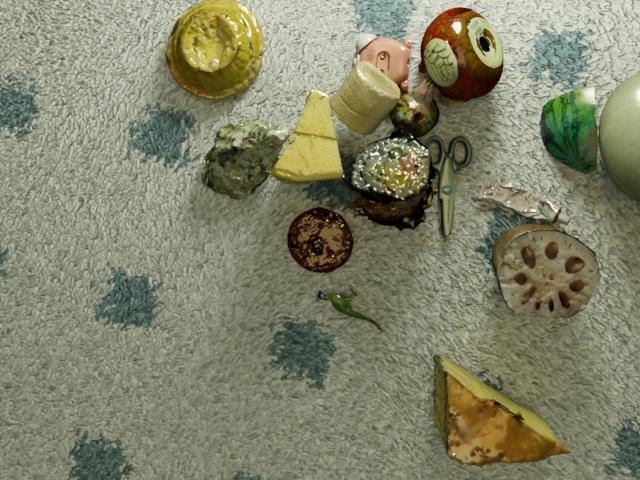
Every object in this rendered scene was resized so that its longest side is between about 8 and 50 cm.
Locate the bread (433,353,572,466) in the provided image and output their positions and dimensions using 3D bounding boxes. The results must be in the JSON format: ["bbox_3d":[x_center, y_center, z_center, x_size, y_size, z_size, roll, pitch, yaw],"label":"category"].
[{"bbox_3d":[0.462,0.434,1.705,0.316,0.248,0.278,-11,94,1],"label":"bread"}]

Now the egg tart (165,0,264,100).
[{"bbox_3d":[-0.300,-0.538,1.766,0.291,0.115,0.290,0,92,5],"label":"egg tart"}]

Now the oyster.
[{"bbox_3d":[-0.215,-0.237,1.763,0.199,0.112,0.267,32,111,2],"label":"oyster"}]

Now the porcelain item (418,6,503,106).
[{"bbox_3d":[0.356,-0.483,1.699,0.253,0.253,0.252,0,93,4],"label":"porcelain item"}]

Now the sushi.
[{"bbox_3d":[0.198,-0.149,1.720,0.225,0.218,0.238,-45,54,-16],"label":"sushi"}]

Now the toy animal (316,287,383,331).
[{"bbox_3d":[0.098,0.184,1.815,0.217,0.041,0.075,26,96,-2],"label":"toy animal"}]

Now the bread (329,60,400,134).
[{"bbox_3d":[0.119,-0.375,1.683,0.148,0.134,0.141,29,122,-18],"label":"bread"}]

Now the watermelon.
[{"bbox_3d":[0.674,-0.293,1.727,0.146,0.128,0.230,-1,95,22],"label":"watermelon"}]

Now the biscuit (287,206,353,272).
[{"bbox_3d":[0.000,0.000,1.807,0.192,0.049,0.191,0,91,0],"label":"biscuit"}]

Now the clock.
[{"bbox_3d":[0.168,-0.485,1.749,0.162,0.093,0.165,4,94,7],"label":"clock"}]

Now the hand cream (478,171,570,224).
[{"bbox_3d":[0.569,-0.105,1.764,0.257,0.050,0.084,22,92,9],"label":"hand cream"}]

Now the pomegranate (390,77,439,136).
[{"bbox_3d":[0.256,-0.362,1.719,0.138,0.126,0.163,-22,123,-34],"label":"pomegranate"}]

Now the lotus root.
[{"bbox_3d":[0.586,0.074,1.706,0.272,0.192,0.272,0,103,0],"label":"lotus root"}]

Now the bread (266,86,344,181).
[{"bbox_3d":[-0.047,-0.272,1.688,0.199,0.263,0.235,-5,94,0],"label":"bread"}]

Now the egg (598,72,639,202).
[{"bbox_3d":[0.857,-0.259,1.632,0.259,0.258,0.351,-4,86,4],"label":"egg"}]

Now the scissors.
[{"bbox_3d":[0.354,-0.150,1.778,0.138,0.041,0.288,1,92,-4],"label":"scissors"}]
